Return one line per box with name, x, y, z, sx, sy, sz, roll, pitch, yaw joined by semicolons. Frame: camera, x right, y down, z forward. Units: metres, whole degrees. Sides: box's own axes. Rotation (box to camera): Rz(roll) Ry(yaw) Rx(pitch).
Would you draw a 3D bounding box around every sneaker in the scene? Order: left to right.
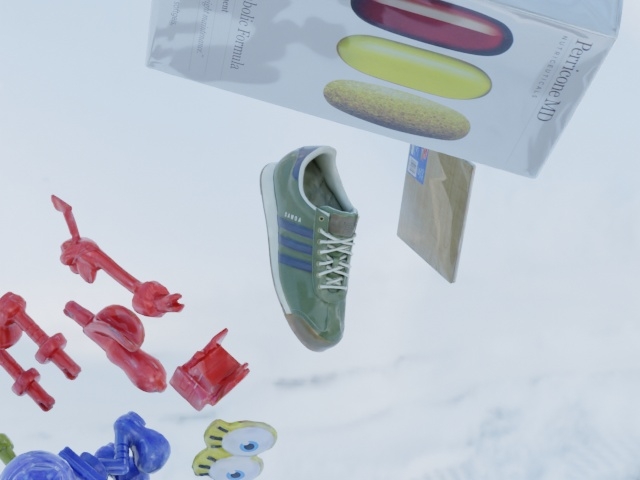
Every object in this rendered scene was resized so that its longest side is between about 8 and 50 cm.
sneaker;0.000;0.000;1.204;0.064;0.086;0.192;3;67;-43

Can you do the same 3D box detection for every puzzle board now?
puzzle board;0.110;-0.037;1.236;0.011;0.128;0.096;-12;36;-28

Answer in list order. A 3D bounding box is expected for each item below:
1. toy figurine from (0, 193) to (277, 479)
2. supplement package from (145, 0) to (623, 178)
toy figurine;-0.207;0.172;0.756;0.191;0.362;0.217;45;47;6
supplement package;0.038;-0.154;0.746;0.244;0.139;0.134;16;57;-2
